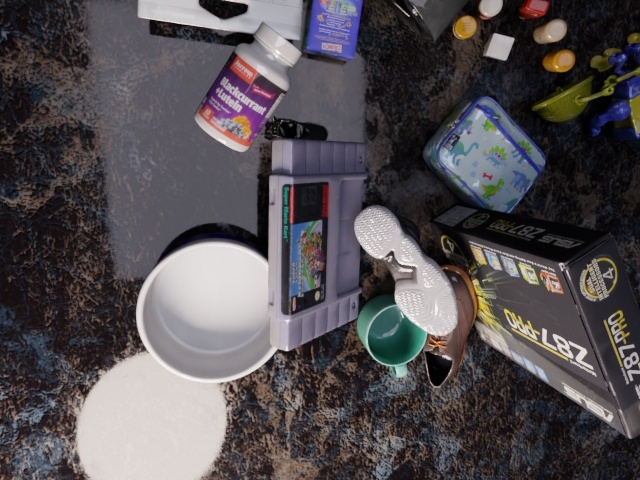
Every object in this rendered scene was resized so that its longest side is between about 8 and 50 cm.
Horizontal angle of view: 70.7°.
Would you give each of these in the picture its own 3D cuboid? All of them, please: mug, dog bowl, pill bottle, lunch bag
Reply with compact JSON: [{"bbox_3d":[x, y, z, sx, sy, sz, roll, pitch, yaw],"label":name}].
[{"bbox_3d":[0.136,0.188,0.927,0.129,0.097,0.158,19,97,-15],"label":"mug"},{"bbox_3d":[-0.194,0.121,0.840,0.264,0.104,0.265,-2,101,-12],"label":"dog bowl"},{"bbox_3d":[-0.118,-0.257,0.758,0.108,0.108,0.193,33,107,-16],"label":"pill bottle"},{"bbox_3d":[0.329,-0.167,0.903,0.219,0.090,0.176,41,88,-17],"label":"lunch bag"}]

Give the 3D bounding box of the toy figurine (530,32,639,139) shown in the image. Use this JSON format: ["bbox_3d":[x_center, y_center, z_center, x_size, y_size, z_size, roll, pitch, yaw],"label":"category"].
[{"bbox_3d":[0.637,-0.269,0.902,0.362,0.191,0.217,-32,111,-3],"label":"toy figurine"}]

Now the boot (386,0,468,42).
[{"bbox_3d":[0.322,-0.494,0.707,0.445,0.146,0.367,-44,88,3],"label":"boot"}]

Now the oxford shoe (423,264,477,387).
[{"bbox_3d":[0.257,0.179,0.912,0.097,0.098,0.271,8,119,28],"label":"oxford shoe"}]

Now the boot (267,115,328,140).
[{"bbox_3d":[-0.037,-0.196,0.812,0.121,0.099,0.045,7,101,-13],"label":"boot"}]

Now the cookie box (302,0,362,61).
[{"bbox_3d":[0.021,-0.390,0.815,0.091,0.040,0.107,7,99,-13],"label":"cookie box"}]

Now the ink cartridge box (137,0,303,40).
[{"bbox_3d":[-0.157,-0.472,0.752,0.275,0.060,0.239,3,102,-13],"label":"ink cartridge box"}]

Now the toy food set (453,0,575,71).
[{"bbox_3d":[0.376,-0.406,0.876,0.232,0.104,0.111,16,112,3],"label":"toy food set"}]

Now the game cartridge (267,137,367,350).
[{"bbox_3d":[0.000,0.000,0.816,0.230,0.068,0.355,-15,110,-55],"label":"game cartridge"}]

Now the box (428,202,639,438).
[{"bbox_3d":[0.374,0.105,0.808,0.097,0.395,0.318,-32,107,-6],"label":"box"}]

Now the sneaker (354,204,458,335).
[{"bbox_3d":[0.175,0.044,0.859,0.101,0.153,0.269,-36,86,21],"label":"sneaker"}]
